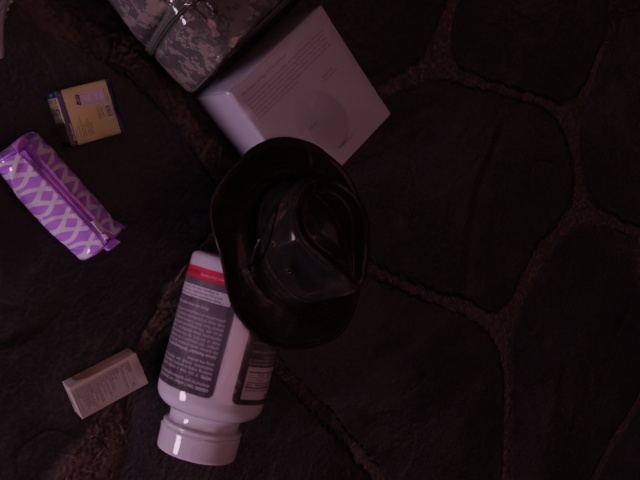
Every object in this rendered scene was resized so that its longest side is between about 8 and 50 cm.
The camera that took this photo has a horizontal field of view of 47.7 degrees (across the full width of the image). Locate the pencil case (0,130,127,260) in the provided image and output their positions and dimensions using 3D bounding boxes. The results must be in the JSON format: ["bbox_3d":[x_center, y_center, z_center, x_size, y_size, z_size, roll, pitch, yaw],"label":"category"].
[{"bbox_3d":[-0.377,-0.061,1.047,0.086,0.088,0.206,-48,118,-18],"label":"pencil case"}]

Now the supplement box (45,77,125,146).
[{"bbox_3d":[-0.346,-0.189,1.068,0.083,0.056,0.083,-22,108,-29],"label":"supplement box"}]

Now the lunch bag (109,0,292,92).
[{"bbox_3d":[-0.171,-0.410,1.075,0.256,0.212,0.305,46,70,-12],"label":"lunch bag"}]

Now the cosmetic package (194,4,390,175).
[{"bbox_3d":[-0.044,-0.227,1.213,0.224,0.138,0.225,-47,120,-19],"label":"cosmetic package"}]

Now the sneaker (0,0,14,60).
[{"bbox_3d":[-0.436,-0.342,0.984,0.082,0.071,0.191,-11,103,-38],"label":"sneaker"}]

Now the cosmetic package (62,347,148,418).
[{"bbox_3d":[-0.338,0.223,1.139,0.115,0.041,0.060,-26,109,-28],"label":"cosmetic package"}]

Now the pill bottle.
[{"bbox_3d":[-0.160,0.186,1.170,0.176,0.176,0.319,16,87,-34],"label":"pill bottle"}]

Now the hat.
[{"bbox_3d":[0.000,0.000,1.085,0.331,0.133,0.332,4,83,-41],"label":"hat"}]
